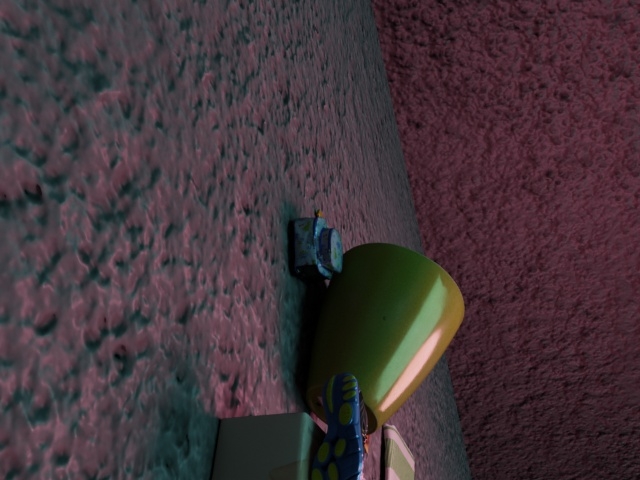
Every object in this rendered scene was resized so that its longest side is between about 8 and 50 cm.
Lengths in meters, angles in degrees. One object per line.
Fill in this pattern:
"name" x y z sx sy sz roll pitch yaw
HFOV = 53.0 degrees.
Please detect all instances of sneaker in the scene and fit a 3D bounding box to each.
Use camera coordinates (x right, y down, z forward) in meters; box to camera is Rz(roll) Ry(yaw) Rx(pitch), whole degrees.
"sneaker" 0.034 0.258 0.809 0.188 0.067 0.078 -83 150 -48

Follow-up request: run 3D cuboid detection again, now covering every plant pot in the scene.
"plant pot" 0.096 0.201 1.194 0.293 0.274 0.275 -58 140 -42

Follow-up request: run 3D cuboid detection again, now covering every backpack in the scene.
"backpack" -0.004 0.013 1.188 0.105 0.084 0.114 40 42 -69

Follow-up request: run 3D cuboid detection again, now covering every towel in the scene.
"towel" 0.195 0.667 1.649 0.248 0.038 0.325 63 27 -45

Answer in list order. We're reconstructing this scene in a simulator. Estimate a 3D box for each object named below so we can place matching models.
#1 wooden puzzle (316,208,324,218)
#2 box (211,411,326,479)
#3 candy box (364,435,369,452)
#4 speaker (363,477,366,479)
"wooden puzzle" 0.000 0.000 1.334 0.079 0.014 0.116 58 29 -45
"box" -0.061 0.380 0.769 0.148 0.121 0.311 59 28 -50
"candy box" 0.075 0.341 1.361 0.187 0.053 0.109 -76 152 -54
"speaker" 0.050 0.477 1.211 0.136 0.055 0.055 30 54 -69
